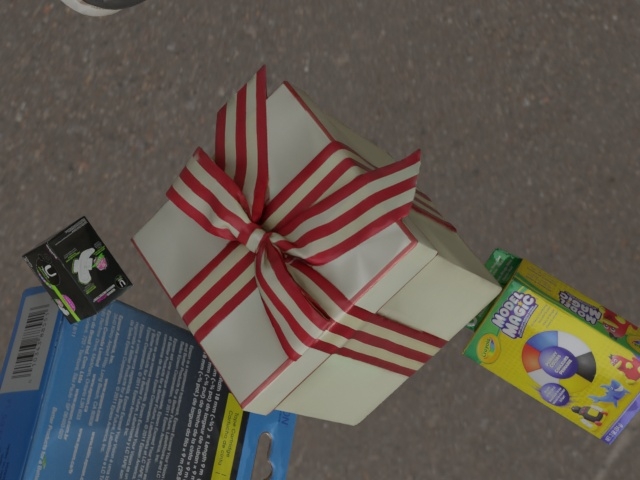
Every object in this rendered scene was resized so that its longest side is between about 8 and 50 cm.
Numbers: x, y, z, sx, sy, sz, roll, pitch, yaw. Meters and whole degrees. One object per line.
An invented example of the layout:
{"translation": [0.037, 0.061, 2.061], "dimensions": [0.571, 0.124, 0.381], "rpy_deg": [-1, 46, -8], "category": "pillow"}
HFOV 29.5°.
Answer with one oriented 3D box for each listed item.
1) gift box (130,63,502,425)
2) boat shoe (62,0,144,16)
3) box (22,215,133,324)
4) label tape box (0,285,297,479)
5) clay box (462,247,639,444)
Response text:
{"translation": [0.000, 0.000, 1.184], "dimensions": [0.276, 0.255, 0.258], "rpy_deg": [-49, 150, 11], "category": "gift box"}
{"translation": [-0.078, -0.281, 0.929], "dimensions": [0.095, 0.335, 0.112], "rpy_deg": [-21, 113, 48], "category": "boat shoe"}
{"translation": [-0.233, 0.029, 1.169], "dimensions": [0.062, 0.052, 0.083], "rpy_deg": [-22, 104, 51], "category": "box"}
{"translation": [-0.189, 0.215, 1.316], "dimensions": [0.106, 0.240, 0.334], "rpy_deg": [-12, 149, 44], "category": "label tape box"}
{"translation": [0.256, 0.114, 1.328], "dimensions": [0.222, 0.053, 0.127], "rpy_deg": [31, 129, 6], "category": "clay box"}
